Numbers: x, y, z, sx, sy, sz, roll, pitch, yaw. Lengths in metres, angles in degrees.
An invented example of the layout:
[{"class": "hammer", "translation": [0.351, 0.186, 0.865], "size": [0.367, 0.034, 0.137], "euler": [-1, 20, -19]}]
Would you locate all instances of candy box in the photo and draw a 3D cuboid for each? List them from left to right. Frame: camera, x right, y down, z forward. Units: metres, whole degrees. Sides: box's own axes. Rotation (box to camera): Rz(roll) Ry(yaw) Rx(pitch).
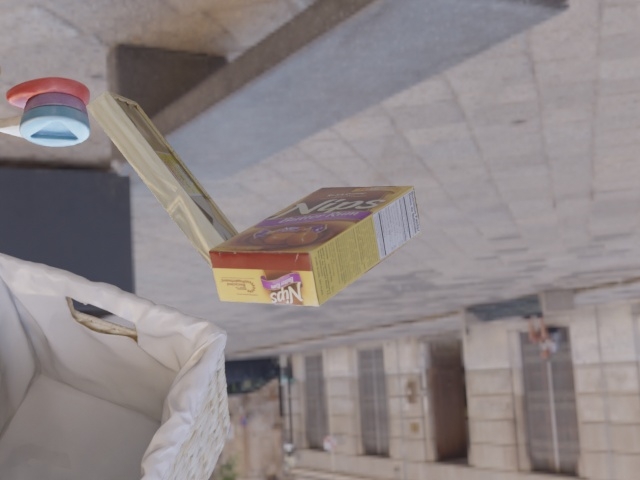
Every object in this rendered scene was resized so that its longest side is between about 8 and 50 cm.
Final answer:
[{"class": "candy box", "translation": [0.000, 0.000, 0.894], "size": [0.109, 0.053, 0.186], "euler": [0, -162, 33]}]

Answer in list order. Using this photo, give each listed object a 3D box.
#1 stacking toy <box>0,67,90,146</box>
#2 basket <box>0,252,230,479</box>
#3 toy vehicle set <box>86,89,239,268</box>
[{"class": "stacking toy", "translation": [-0.606, -0.218, 1.870], "size": [0.309, 0.130, 0.279], "euler": [9, 158, -37]}, {"class": "basket", "translation": [-0.305, 0.245, 1.148], "size": [0.328, 0.331, 0.266], "euler": [16, 146, 12]}, {"class": "toy vehicle set", "translation": [-0.202, -0.082, 1.345], "size": [0.035, 0.267, 0.166], "euler": [-38, 179, 4]}]
